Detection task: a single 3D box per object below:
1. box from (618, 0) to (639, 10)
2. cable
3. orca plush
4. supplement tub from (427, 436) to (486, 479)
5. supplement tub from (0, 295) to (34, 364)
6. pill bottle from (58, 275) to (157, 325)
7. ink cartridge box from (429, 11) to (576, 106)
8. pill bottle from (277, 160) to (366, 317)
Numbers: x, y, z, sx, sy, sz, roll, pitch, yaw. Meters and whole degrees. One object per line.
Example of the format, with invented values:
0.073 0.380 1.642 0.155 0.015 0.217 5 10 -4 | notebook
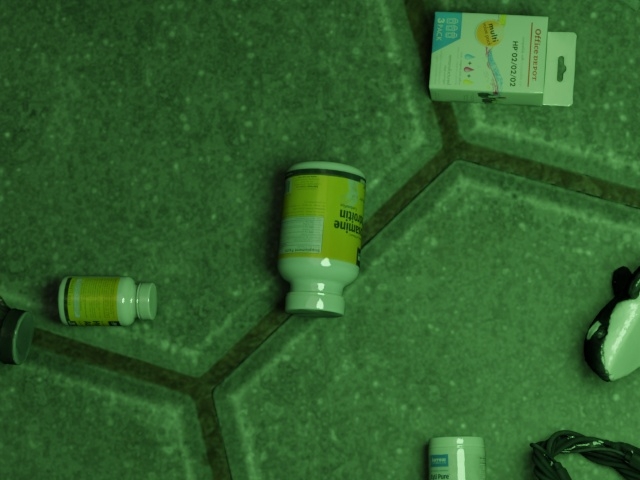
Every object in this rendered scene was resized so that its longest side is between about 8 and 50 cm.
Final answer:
0.376 -0.422 1.906 0.182 0.119 0.181 33 84 11 | box
0.325 0.286 1.766 0.185 0.047 0.150 23 39 18 | cable
0.395 0.038 1.825 0.102 0.151 0.287 28 86 43 | orca plush
0.165 0.291 1.816 0.071 0.071 0.107 -3 79 6 | supplement tub
-0.467 0.109 1.911 0.198 0.106 0.106 9 80 8 | supplement tub
-0.268 0.077 1.912 0.116 0.065 0.065 0 79 7 | pill bottle
0.232 -0.229 1.914 0.181 0.061 0.104 3 80 7 | ink cartridge box
0.000 0.000 1.876 0.103 0.103 0.184 3 80 7 | pill bottle
